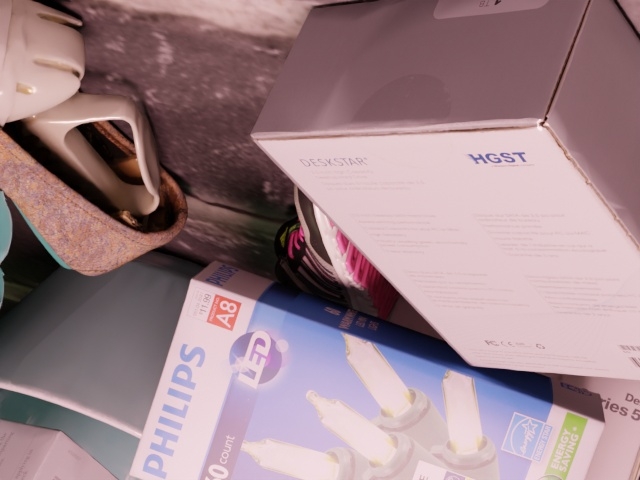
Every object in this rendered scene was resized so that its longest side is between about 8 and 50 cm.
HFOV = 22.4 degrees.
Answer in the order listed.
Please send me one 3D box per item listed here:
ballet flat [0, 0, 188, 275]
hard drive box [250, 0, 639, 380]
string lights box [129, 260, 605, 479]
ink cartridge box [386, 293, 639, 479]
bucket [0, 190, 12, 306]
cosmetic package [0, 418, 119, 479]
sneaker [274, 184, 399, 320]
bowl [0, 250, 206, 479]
[{"bbox_3d":[-0.174,-0.086,0.988,0.106,0.108,0.316,-10,148,20],"label":"ballet flat"},{"bbox_3d":[0.107,-0.022,0.844,0.181,0.089,0.232,1,147,41],"label":"hard drive box"},{"bbox_3d":[0.029,0.119,0.995,0.259,0.133,0.077,19,-170,3],"label":"string lights box"},{"bbox_3d":[0.117,0.162,1.173,0.198,0.115,0.273,20,154,9],"label":"ink cartridge box"},{"bbox_3d":[-0.372,0.001,1.122,0.281,0.281,0.183,38,161,-28],"label":"bucket"},{"bbox_3d":[-0.275,0.193,1.204,0.231,0.117,0.085,5,147,39],"label":"cosmetic package"},{"bbox_3d":[0.000,0.000,1.017,0.074,0.063,0.170,10,156,20],"label":"sneaker"},{"bbox_3d":[-0.129,0.119,1.255,0.311,0.163,0.311,20,156,9],"label":"bowl"}]
